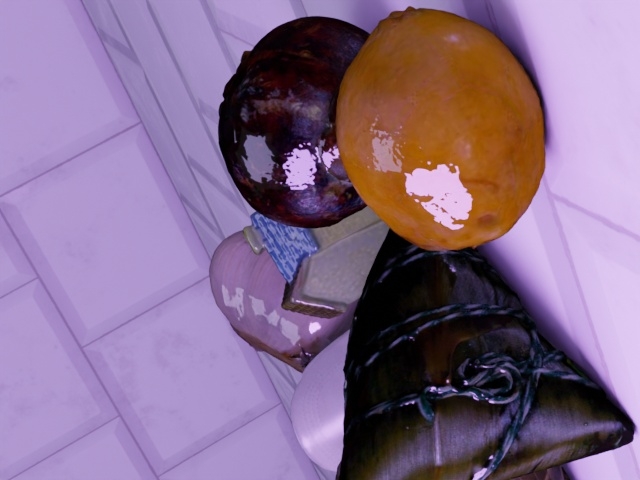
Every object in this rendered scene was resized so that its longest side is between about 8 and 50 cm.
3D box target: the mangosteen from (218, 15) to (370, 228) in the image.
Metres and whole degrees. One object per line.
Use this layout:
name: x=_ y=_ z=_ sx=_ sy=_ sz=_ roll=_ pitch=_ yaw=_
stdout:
mangosteen: x=0.027 y=-0.111 z=1.222 sx=0.289 sy=0.231 sz=0.231 roll=24 pitch=153 yaw=22

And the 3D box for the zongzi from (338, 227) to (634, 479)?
zongzi: x=0.125 y=0.171 z=1.314 sx=0.362 sy=0.319 sz=0.383 roll=96 pitch=164 yaw=-46

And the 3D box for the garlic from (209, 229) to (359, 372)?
garlic: x=-0.033 y=0.100 z=1.859 sx=0.322 sy=0.241 sz=0.322 roll=40 pitch=152 yaw=27

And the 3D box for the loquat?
loquat: x=0.104 y=-0.091 z=1.002 sx=0.187 sy=0.176 sz=0.234 roll=-105 pitch=-6 yaw=-66

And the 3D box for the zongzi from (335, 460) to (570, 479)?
zongzi: x=0.205 y=0.365 z=1.477 sx=0.289 sy=0.154 sz=0.317 roll=-16 pitch=118 yaw=40

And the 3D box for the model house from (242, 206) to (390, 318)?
model house: x=0.000 y=0.000 z=1.607 sx=0.214 sy=0.189 sz=0.195 roll=59 pitch=166 yaw=-1

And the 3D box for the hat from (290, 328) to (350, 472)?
hat: x=0.098 y=0.219 z=1.580 sx=0.257 sy=0.301 sz=0.168 roll=60 pitch=-168 yaw=-2
